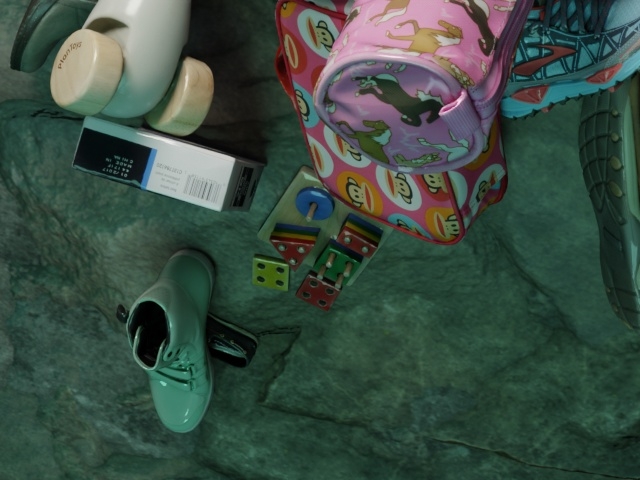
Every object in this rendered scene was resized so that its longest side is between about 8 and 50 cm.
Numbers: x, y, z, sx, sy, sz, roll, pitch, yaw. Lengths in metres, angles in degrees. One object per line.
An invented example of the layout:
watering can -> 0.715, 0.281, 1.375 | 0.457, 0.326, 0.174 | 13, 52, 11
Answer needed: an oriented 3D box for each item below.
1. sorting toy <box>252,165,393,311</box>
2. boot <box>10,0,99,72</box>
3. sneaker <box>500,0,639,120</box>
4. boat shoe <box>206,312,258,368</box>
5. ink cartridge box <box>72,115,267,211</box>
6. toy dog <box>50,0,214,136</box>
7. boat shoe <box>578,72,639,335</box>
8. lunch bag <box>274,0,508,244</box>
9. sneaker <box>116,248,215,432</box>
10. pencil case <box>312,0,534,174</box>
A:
sorting toy -> 0.000, 0.000, 2.231 | 0.132, 0.046, 0.274 | 29, 135, -8
boot -> -0.239, -0.244, 2.067 | 0.161, 0.083, 0.246 | 25, 136, -13
sneaker -> 0.246, -0.208, 1.895 | 0.262, 0.104, 0.125 | -22, 117, 44
boat shoe -> -0.146, 0.123, 2.400 | 0.133, 0.042, 0.049 | 23, 137, -1
ink cartridge box -> -0.156, -0.080, 2.043 | 0.165, 0.333, 0.065 | 16, 93, 5
toy dog -> -0.190, -0.255, 1.907 | 0.161, 0.333, 0.220 | 0, 147, 47
boat shoe -> 0.360, -0.052, 2.027 | 0.116, 0.123, 0.324 | -18, 121, -10
lunch bag -> 0.062, -0.150, 1.989 | 0.258, 0.120, 0.293 | 21, 140, 34
sneaker -> -0.199, 0.151, 2.324 | 0.094, 0.151, 0.256 | 14, 119, 18
pencil case -> 0.126, -0.233, 1.728 | 0.160, 0.386, 0.167 | 33, 143, -11
